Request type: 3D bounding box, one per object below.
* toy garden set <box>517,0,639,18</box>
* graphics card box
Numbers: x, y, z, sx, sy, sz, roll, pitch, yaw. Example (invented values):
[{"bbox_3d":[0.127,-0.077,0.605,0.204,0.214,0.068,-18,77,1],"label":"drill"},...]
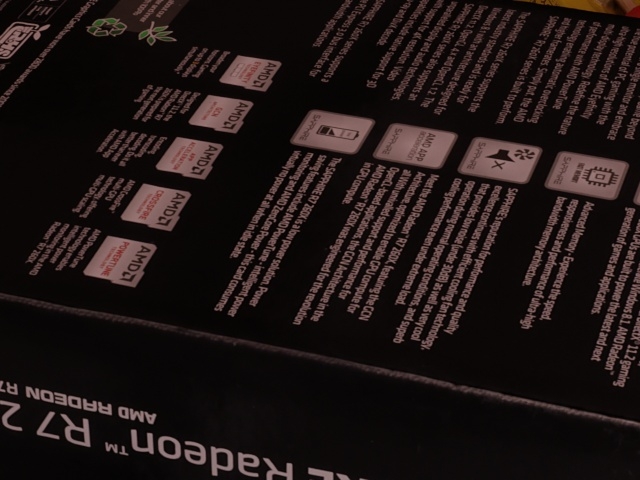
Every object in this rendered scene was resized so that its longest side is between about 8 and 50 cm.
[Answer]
[{"bbox_3d":[0.078,-0.011,0.785,0.244,0.049,0.204,-27,61,-7],"label":"toy garden set"},{"bbox_3d":[0.000,0.000,0.658,0.370,0.094,0.233,11,37,14],"label":"graphics card box"}]
